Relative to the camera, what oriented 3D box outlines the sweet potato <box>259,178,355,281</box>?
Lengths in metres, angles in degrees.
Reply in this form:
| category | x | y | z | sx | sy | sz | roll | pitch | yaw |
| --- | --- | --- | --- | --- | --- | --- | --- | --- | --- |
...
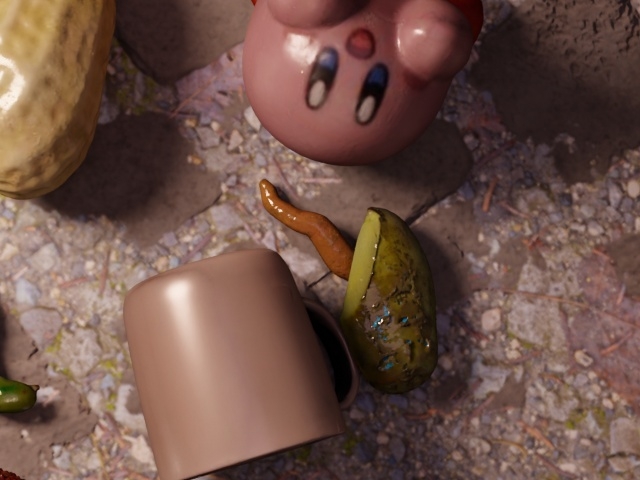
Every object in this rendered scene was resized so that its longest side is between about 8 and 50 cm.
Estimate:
| category | x | y | z | sx | sy | sz | roll | pitch | yaw |
| --- | --- | --- | --- | --- | --- | --- | --- | --- | --- |
| sweet potato | 0.003 | -0.003 | 1.761 | 0.179 | 0.044 | 0.044 | 40 | 78 | -5 |

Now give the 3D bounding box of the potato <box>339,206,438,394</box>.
| category | x | y | z | sx | sy | sz | roll | pitch | yaw |
| --- | --- | --- | --- | --- | --- | --- | --- | --- | --- |
| potato | 0.081 | 0.062 | 1.742 | 0.119 | 0.054 | 0.198 | 8 | 78 | -32 |

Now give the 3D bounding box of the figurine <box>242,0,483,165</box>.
| category | x | y | z | sx | sy | sz | roll | pitch | yaw |
| --- | --- | --- | --- | --- | --- | --- | --- | --- | --- |
| figurine | 0.028 | -0.186 | 1.718 | 0.269 | 0.261 | 0.211 | 19 | 107 | -8 |

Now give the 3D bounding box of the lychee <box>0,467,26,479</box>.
| category | x | y | z | sx | sy | sz | roll | pitch | yaw |
| --- | --- | --- | --- | --- | --- | --- | --- | --- | --- |
| lychee | -0.327 | 0.283 | 1.632 | 0.129 | 0.123 | 0.123 | 38 | 76 | 26 |

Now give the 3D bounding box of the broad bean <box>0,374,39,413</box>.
| category | x | y | z | sx | sy | sz | roll | pitch | yaw |
| --- | --- | --- | --- | --- | --- | --- | --- | --- | --- |
| broad bean | -0.361 | 0.086 | 1.683 | 0.070 | 0.048 | 0.213 | -32 | 90 | -12 |

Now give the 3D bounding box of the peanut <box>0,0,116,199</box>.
| category | x | y | z | sx | sy | sz | roll | pitch | yaw |
| --- | --- | --- | --- | --- | --- | --- | --- | --- | --- |
| peanut | -0.293 | -0.209 | 1.684 | 0.174 | 0.158 | 0.340 | 5 | 76 | 21 |

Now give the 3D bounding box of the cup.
| category | x | y | z | sx | sy | sz | roll | pitch | yaw |
| --- | --- | --- | --- | --- | --- | --- | --- | --- | --- |
| cup | -0.069 | 0.119 | 1.675 | 0.253 | 0.191 | 0.200 | -10 | 80 | -41 |
